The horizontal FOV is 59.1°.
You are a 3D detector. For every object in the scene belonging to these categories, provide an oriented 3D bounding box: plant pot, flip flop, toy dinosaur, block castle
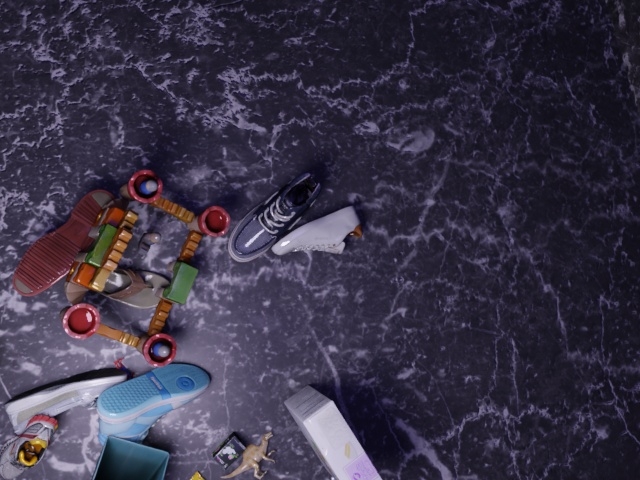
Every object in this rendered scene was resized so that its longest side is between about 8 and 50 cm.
[{"bbox_3d":[-0.522,0.654,1.446,0.166,0.165,0.234,24,123,-17],"label":"plant pot"},{"bbox_3d":[-0.558,0.118,1.589,0.277,0.080,0.112,22,79,-15],"label":"flip flop"},{"bbox_3d":[-0.192,0.638,1.623,0.092,0.053,0.183,43,69,13],"label":"toy dinosaur"},{"bbox_3d":[-0.454,0.069,1.477,0.303,0.213,0.453,29,73,-30],"label":"block castle"}]

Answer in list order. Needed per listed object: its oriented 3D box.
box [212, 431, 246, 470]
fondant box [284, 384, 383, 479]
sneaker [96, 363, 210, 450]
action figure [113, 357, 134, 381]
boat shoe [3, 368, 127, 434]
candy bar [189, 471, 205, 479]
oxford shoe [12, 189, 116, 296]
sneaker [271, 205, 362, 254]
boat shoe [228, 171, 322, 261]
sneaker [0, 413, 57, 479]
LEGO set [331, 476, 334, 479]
[{"bbox_3d":[-0.258,0.596,1.600,0.083,0.062,0.052,-43,94,-14],"label":"box"},{"bbox_3d":[0.023,0.533,1.526,0.096,0.330,0.238,-32,90,-13],"label":"fondant box"},{"bbox_3d":[-0.467,0.467,1.558,0.319,0.208,0.127,-8,39,-40],"label":"sneaker"},{"bbox_3d":[-0.539,0.385,1.585,0.030,0.038,0.115,-27,88,4],"label":"action figure"},{"bbox_3d":[-0.673,0.427,1.519,0.320,0.118,0.103,-16,94,-8],"label":"boat shoe"},{"bbox_3d":[-0.306,0.724,1.597,0.161,0.018,0.040,45,81,-3],"label":"candy bar"},{"bbox_3d":[-0.683,0.019,1.553,0.123,0.130,0.348,41,72,0],"label":"oxford shoe"},{"bbox_3d":[0.000,0.000,1.704,0.290,0.106,0.123,-24,85,-14],"label":"sneaker"},{"bbox_3d":[-0.136,-0.076,1.661,0.127,0.158,0.340,44,77,-3],"label":"boat shoe"},{"bbox_3d":[-0.766,0.547,1.455,0.088,0.092,0.225,30,113,-25],"label":"sneaker"},{"bbox_3d":[0.050,0.824,1.636,0.182,0.060,0.244,-26,89,-9],"label":"LEGO set"}]
